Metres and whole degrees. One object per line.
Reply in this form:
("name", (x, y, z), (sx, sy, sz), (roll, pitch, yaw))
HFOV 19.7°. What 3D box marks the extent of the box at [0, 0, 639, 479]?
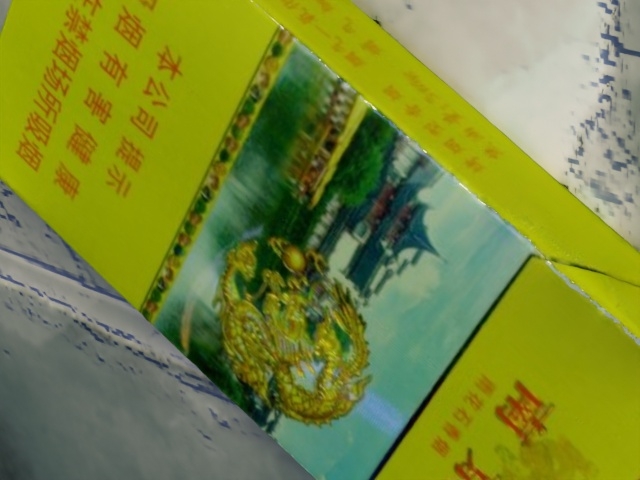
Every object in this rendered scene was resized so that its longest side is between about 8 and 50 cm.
("box", (0.000, 0.000, 0.754), (0.335, 0.047, 0.187), (42, 134, 13))
